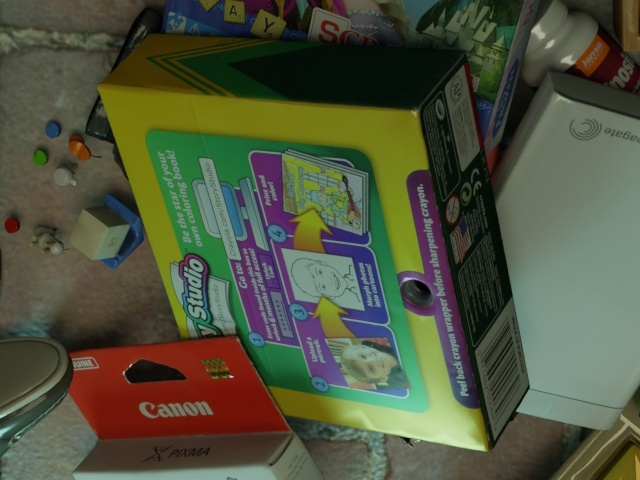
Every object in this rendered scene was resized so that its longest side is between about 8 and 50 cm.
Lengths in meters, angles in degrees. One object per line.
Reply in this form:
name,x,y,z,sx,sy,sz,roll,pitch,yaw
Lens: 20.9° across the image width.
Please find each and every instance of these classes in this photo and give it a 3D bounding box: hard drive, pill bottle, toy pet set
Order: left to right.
toy pet set,-0.225,-0.036,1.666,0.114,0.065,0.122,36,112,21
hard drive,0.244,0.022,1.622,0.233,0.047,0.353,14,125,-15
pill bottle,0.239,-0.152,1.585,0.086,0.086,0.152,-41,110,17

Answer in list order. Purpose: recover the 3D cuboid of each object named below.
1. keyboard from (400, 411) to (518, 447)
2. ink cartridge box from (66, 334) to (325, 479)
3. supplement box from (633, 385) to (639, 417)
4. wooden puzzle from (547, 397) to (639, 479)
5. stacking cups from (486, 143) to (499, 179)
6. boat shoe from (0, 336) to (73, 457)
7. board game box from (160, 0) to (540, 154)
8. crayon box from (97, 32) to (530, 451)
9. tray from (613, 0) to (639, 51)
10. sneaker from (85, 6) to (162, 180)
keyboard,0.076,0.087,1.732,0.317,0.033,0.201,31,107,-13
ink cartridge box,-0.136,0.211,1.699,0.275,0.060,0.239,-8,123,39
supplement box,0.359,0.146,1.732,0.056,0.083,0.083,38,110,-17
wooden puzzle,0.321,0.308,1.760,0.221,0.044,0.238,42,84,-3
stacking cups,0.115,-0.201,1.540,0.096,0.096,0.316,-3,110,1
boat shoe,-0.376,0.193,1.744,0.335,0.112,0.095,-23,132,16
board game box,0.038,-0.264,1.461,0.319,0.066,0.318,22,121,15
crayon box,0.000,0.000,1.540,0.313,0.106,0.363,8,130,30
tray,0.352,-0.375,1.487,0.203,0.076,0.411,-5,115,2
sneaker,-0.159,-0.130,1.615,0.089,0.051,0.170,24,118,-12
